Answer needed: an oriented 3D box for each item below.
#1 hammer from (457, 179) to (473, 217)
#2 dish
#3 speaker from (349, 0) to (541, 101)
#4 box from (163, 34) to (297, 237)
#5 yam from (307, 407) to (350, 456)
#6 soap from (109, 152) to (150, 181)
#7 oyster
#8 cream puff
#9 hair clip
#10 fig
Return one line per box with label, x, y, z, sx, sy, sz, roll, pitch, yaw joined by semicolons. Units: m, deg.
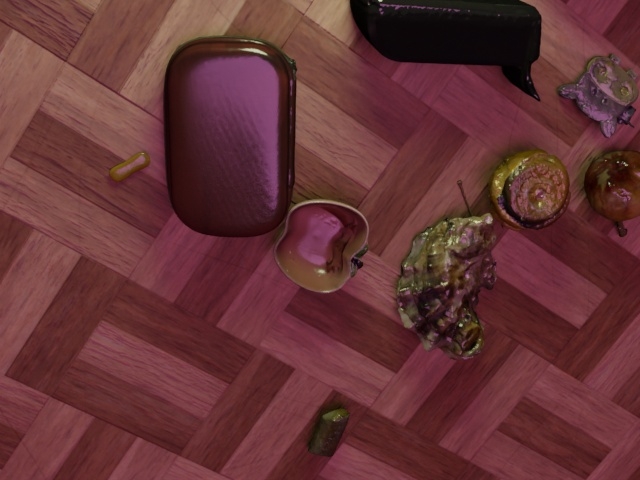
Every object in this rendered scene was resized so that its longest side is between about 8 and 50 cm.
hammer;0.330;-0.080;1.794;0.029;0.014;0.123;-28;111;-9
dish;0.000;0.000;1.720;0.213;0.090;0.213;-3;110;-7
speaker;0.252;-0.391;1.571;0.388;0.180;0.184;2;116;-12
box;-0.179;-0.199;1.585;0.263;0.108;0.404;2;110;-2
yam;0.019;0.459;1.916;0.069;0.070;0.147;16;107;-16
soap;-0.388;-0.149;1.627;0.089;0.012;0.034;-30;114;2
oyster;0.302;0.093;1.799;0.237;0.115;0.351;15;108;-16
cream puff;0.450;-0.106;1.743;0.189;0.129;0.189;-1;99;-7
hair clip;0.626;-0.315;1.736;0.187;0.056;0.146;39;93;-19
fig;0.681;-0.086;1.786;0.160;0.143;0.231;-33;113;-16
